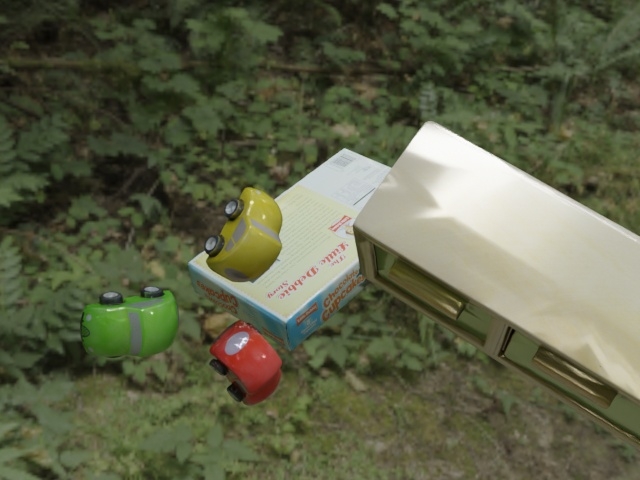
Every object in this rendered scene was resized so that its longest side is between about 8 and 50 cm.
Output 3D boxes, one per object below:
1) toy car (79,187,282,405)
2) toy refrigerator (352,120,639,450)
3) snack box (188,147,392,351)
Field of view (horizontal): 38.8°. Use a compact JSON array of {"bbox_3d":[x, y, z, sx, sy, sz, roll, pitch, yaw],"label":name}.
[{"bbox_3d":[-0.122,0.076,0.894,0.225,0.239,0.053,-10,17,-38],"label":"toy car"},{"bbox_3d":[0.153,0.046,0.552,0.269,0.102,0.094,33,76,15],"label":"toy refrigerator"},{"bbox_3d":[0.000,0.000,1.249,0.187,0.060,0.322,27,52,35],"label":"snack box"}]
